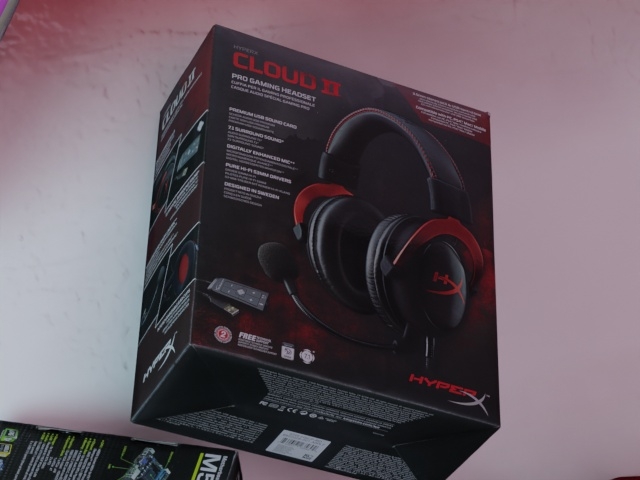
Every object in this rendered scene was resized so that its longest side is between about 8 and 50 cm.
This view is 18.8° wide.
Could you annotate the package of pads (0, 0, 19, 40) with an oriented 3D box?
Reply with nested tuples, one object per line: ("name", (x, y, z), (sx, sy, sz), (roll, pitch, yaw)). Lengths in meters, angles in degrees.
("package of pads", (-0.363, -0.136, 1.218), (0.296, 0.101, 0.229), (30, 75, -24))

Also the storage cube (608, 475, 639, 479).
("storage cube", (0.206, 0.274, 1.343), (0.193, 0.215, 0.184), (-14, 88, -27))

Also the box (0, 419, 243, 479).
("box", (-0.160, 0.204, 1.217), (0.184, 0.045, 0.191), (7, 46, 10))

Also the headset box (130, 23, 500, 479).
("headset box", (0.000, 0.000, 1.302), (0.218, 0.110, 0.293), (17, 51, -19))
